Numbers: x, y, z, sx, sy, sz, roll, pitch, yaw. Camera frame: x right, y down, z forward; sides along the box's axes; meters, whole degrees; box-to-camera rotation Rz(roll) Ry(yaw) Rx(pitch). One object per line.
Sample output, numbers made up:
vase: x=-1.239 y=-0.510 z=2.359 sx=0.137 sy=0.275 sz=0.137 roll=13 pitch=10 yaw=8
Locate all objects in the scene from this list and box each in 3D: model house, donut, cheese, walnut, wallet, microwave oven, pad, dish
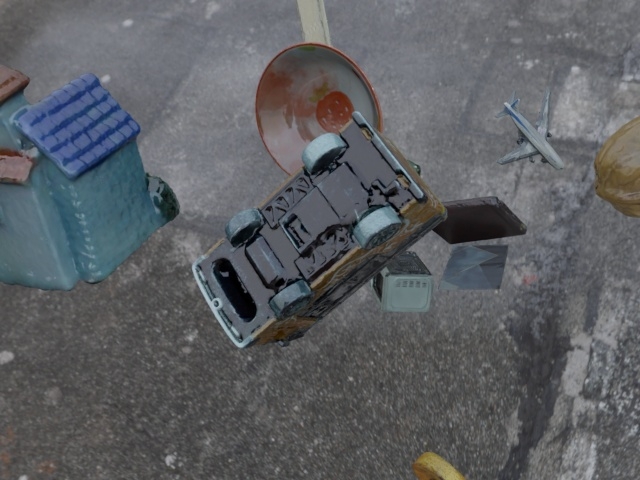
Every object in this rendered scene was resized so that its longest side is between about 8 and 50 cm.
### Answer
model house: x=-0.419 y=-0.127 z=0.900 sx=0.295 sy=0.329 sz=0.252 roll=6 pitch=40 yaw=22
donut: x=0.286 y=0.560 z=1.453 sx=0.152 sy=0.152 sz=0.058 roll=31 pitch=62 yaw=30
cheese: x=-0.021 y=-0.582 z=1.583 sx=0.085 sy=0.034 sz=0.400 roll=-19 pitch=77 yaw=44
walnut: x=0.644 y=-0.148 z=1.182 sx=0.245 sy=0.198 sz=0.198 roll=-29 pitch=53 yaw=13
wallet: x=0.370 y=-0.051 z=1.525 sx=0.229 sy=0.182 sz=0.049 roll=-5 pitch=58 yaw=46
microwave oven: x=0.233 y=0.113 z=1.809 sx=0.162 sy=0.122 sz=0.208 roll=1 pitch=18 yaw=-6
pad: x=0.425 y=0.070 z=1.704 sx=0.163 sy=0.004 sz=0.243 roll=-3 pitch=27 yaw=24
dish: x=0.011 y=-0.229 z=1.119 sx=0.260 sy=0.260 sz=0.085 roll=19 pitch=32 yaw=25

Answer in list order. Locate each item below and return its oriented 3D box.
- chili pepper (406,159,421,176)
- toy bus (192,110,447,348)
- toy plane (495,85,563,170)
chili pepper: x=0.178 y=-0.143 z=1.834 sx=0.261 sy=0.174 sz=0.165 roll=-43 pitch=43 yaw=36
toy bus: x=0.000 y=0.000 z=0.736 sx=0.275 sy=0.167 sz=0.138 roll=-41 pitch=70 yaw=16
toy plane: x=0.474 y=-0.234 z=1.382 sx=0.226 sy=0.226 sz=0.058 roll=-54 pitch=30 yaw=-13
